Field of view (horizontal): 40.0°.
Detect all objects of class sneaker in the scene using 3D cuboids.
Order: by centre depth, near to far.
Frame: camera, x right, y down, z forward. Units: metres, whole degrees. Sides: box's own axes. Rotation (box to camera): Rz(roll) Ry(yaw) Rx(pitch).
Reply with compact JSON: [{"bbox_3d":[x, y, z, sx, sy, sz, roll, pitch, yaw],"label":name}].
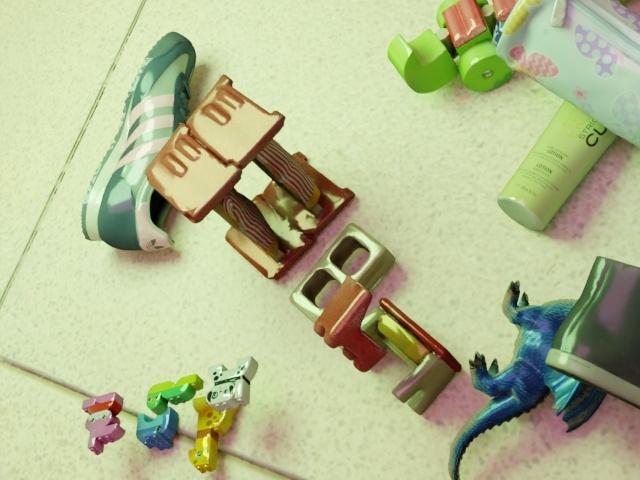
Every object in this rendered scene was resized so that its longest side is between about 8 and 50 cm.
[{"bbox_3d":[0.325,0.104,0.787,0.222,0.083,0.118,25,87,-8],"label":"sneaker"},{"bbox_3d":[-0.208,-0.131,1.202,0.131,0.112,0.318,15,78,12],"label":"sneaker"}]

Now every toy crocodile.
[{"bbox_3d":[0.242,-0.275,1.035,0.341,0.105,0.115,-23,61,15],"label":"toy crocodile"}]

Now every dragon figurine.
[{"bbox_3d":[0.233,0.134,0.872,0.144,0.085,0.289,24,79,32],"label":"dragon figurine"}]

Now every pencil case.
[{"bbox_3d":[0.317,-0.176,0.902,0.273,0.124,0.113,38,66,14],"label":"pencil case"}]

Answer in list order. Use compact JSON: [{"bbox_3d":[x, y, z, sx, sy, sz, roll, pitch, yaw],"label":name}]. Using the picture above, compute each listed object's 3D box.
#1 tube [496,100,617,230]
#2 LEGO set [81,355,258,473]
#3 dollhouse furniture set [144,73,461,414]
[{"bbox_3d":[0.287,-0.121,0.977,0.240,0.070,0.062,-51,15,-9],"label":"tube"},{"bbox_3d":[-0.163,0.219,1.020,0.227,0.087,0.093,-18,47,18],"label":"LEGO set"},{"bbox_3d":[0.000,0.000,0.973,0.152,0.201,0.374,-50,56,-1],"label":"dollhouse furniture set"}]
